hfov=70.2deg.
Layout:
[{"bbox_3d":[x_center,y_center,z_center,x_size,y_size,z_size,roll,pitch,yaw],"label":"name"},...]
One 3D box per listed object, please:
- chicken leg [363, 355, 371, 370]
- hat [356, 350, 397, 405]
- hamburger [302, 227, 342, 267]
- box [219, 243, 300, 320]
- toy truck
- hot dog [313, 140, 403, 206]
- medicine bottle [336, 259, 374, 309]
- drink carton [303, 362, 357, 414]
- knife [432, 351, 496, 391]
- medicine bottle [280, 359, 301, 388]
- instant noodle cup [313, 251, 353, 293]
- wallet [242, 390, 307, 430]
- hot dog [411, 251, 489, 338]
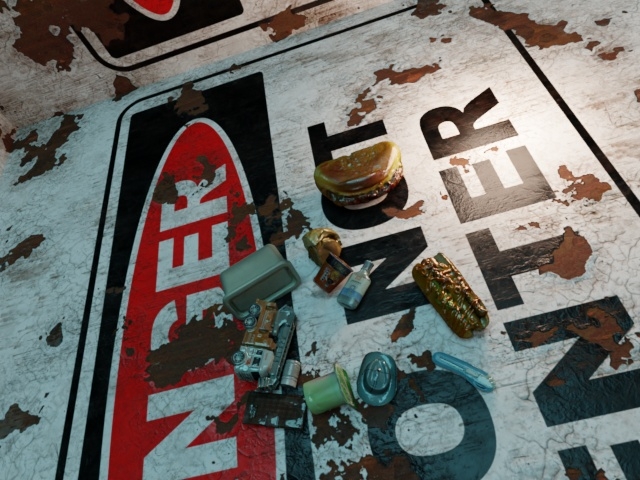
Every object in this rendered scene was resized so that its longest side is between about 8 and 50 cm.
[{"bbox_3d":[0.167,0.451,1.632,0.036,0.021,0.083,3,57,0],"label":"chicken leg"},{"bbox_3d":[0.196,0.466,1.568,0.138,0.078,0.191,7,61,6],"label":"hat"},{"bbox_3d":[0.000,0.000,1.874,0.155,0.207,0.135,-45,59,-9],"label":"hamburger"},{"bbox_3d":[-0.263,0.157,1.885,0.312,0.175,0.182,-31,45,-4],"label":"box"},{"bbox_3d":[-0.208,0.396,1.713,0.184,0.133,0.338,5,53,12],"label":"toy truck"},{"bbox_3d":[0.183,-0.273,2.012,0.405,0.185,0.223,-19,52,4],"label":"hot dog"},{"bbox_3d":[0.147,0.172,1.805,0.090,0.053,0.208,18,63,31],"label":"medicine bottle"},{"bbox_3d":[0.025,0.520,1.563,0.142,0.144,0.146,-23,53,9],"label":"drink carton"},{"bbox_3d":[0.480,0.438,1.534,0.222,0.031,0.064,23,70,30],"label":"knife"},{"bbox_3d":[-0.109,0.490,1.670,0.058,0.058,0.091,3,58,20],"label":"medicine bottle"},{"bbox_3d":[0.044,0.134,1.821,0.135,0.127,0.127,-51,56,3],"label":"instant noodle cup"},{"bbox_3d":[-0.160,0.604,1.621,0.230,0.042,0.124,0,52,15],"label":"wallet"},{"bbox_3d":[0.468,0.188,1.653,0.158,0.117,0.349,-28,54,-1],"label":"hot dog"}]
